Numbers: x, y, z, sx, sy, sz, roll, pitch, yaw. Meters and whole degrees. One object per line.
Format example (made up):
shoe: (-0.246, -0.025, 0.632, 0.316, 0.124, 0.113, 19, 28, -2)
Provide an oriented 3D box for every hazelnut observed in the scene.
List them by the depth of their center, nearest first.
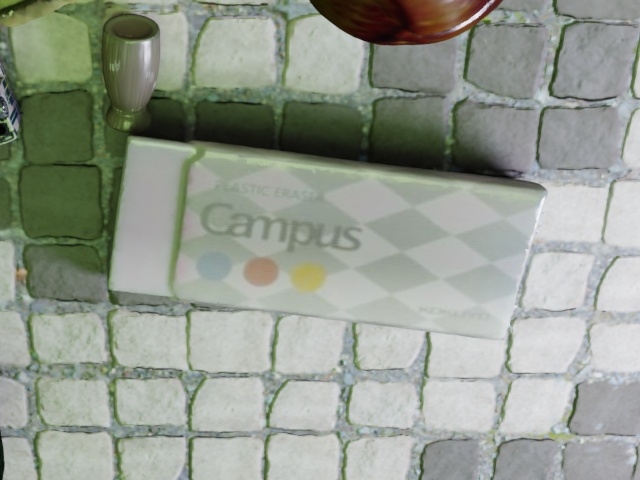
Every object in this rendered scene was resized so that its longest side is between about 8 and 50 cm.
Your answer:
hazelnut: (0.076, -0.263, 1.179, 0.229, 0.229, 0.229, -1, 123, -2)

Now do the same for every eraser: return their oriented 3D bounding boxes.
eraser: (0.000, 0.000, 1.406, 0.396, 0.082, 0.213, 7, 122, -7)

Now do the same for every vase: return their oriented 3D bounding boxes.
vase: (-0.173, -0.150, 1.319, 0.053, 0.053, 0.101, 4, 127, -6)

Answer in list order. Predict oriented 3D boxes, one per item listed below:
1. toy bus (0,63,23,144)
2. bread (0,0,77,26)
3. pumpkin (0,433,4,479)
toy bus: (-0.310, -0.139, 1.315, 0.052, 0.058, 0.102, -14, 118, 7)
bread: (-0.163, -0.284, 1.206, 0.266, 0.178, 0.142, -20, 153, 13)
pumpkin: (-0.473, 0.222, 1.431, 0.323, 0.241, 0.323, -3, 123, -4)
